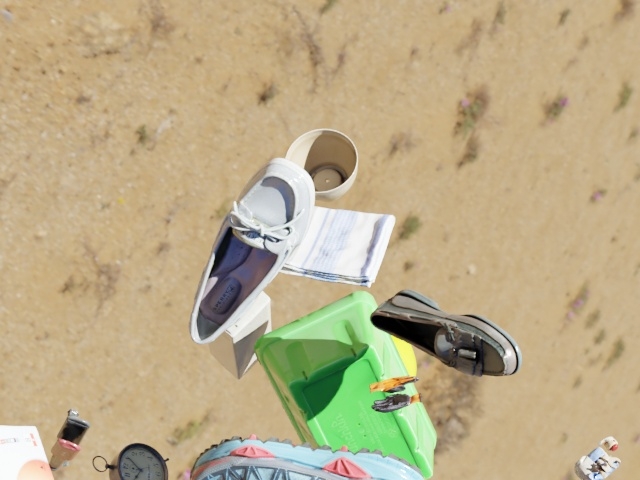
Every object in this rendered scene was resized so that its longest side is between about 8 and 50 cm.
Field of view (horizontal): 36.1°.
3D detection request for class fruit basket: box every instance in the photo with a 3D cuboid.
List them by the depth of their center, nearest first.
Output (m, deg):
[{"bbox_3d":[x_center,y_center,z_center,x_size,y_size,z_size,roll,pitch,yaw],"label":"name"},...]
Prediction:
[{"bbox_3d":[0.066,0.278,1.884,0.283,0.392,0.392,-25,147,0],"label":"fruit basket"}]

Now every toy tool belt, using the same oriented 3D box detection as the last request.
[{"bbox_3d":[0.435,0.347,1.509,0.083,0.051,0.052,-40,141,0],"label":"toy tool belt"}]

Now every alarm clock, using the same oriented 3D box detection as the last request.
[{"bbox_3d":[-0.426,0.518,2.199,0.192,0.129,0.064,26,130,-32],"label":"alarm clock"}]

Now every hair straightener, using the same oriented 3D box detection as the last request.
[{"bbox_3d":[-0.412,0.329,1.631,0.230,0.047,0.089,123,-14,-59],"label":"hair straightener"}]

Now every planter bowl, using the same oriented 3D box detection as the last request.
[{"bbox_3d":[0.009,-0.152,2.198,0.162,0.162,0.109,-50,158,-16],"label":"planter bowl"}]

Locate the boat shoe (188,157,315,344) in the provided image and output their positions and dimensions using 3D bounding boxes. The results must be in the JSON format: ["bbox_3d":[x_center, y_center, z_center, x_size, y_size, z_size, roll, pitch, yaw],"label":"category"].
[{"bbox_3d":[-0.109,0.022,1.469,0.320,0.118,0.103,-56,-177,29],"label":"boat shoe"}]

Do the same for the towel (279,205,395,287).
[{"bbox_3d":[0.000,0.000,2.041,0.209,0.285,0.034,-66,157,-43],"label":"towel"}]

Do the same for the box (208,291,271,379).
[{"bbox_3d":[-0.165,0.175,1.978,0.113,0.094,0.275,-44,164,-21],"label":"box"}]

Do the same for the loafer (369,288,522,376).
[{"bbox_3d":[0.186,0.155,1.519,0.084,0.267,0.096,-20,117,-33],"label":"loafer"}]

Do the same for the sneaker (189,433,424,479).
[{"bbox_3d":[-0.026,0.282,1.043,0.104,0.261,0.125,65,31,-51],"label":"sneaker"}]

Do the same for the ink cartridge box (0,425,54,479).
[{"bbox_3d":[-0.463,0.337,1.416,0.045,0.145,0.179,-34,156,15],"label":"ink cartridge box"}]

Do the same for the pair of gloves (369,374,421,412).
[{"bbox_3d":[0.108,0.220,1.411,0.083,0.074,0.010,-91,166,-67],"label":"pair of gloves"}]
